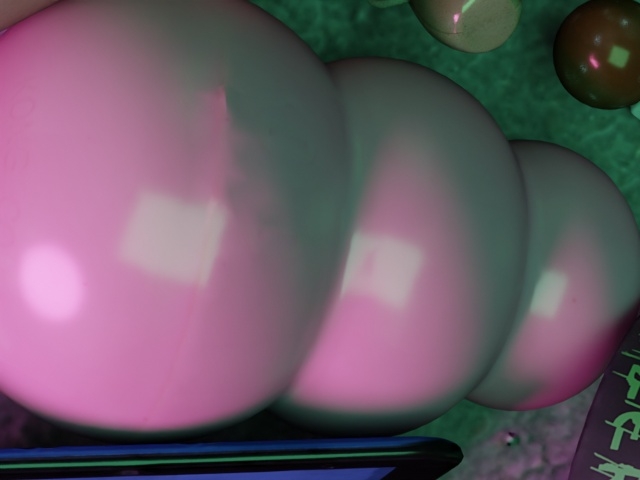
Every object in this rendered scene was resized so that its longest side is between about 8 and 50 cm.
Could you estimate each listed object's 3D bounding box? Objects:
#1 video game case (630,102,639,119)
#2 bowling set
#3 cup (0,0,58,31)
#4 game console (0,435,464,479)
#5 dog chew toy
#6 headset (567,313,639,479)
[{"bbox_3d":[0.259,-0.071,0.847,0.143,0.019,0.157,32,138,-15],"label":"video game case"},{"bbox_3d":[0.077,-0.158,0.804,0.287,0.154,0.200,-25,123,-6],"label":"bowling set"},{"bbox_3d":[-0.169,-0.207,0.665,0.237,0.331,0.331,-5,103,-36],"label":"cup"},{"bbox_3d":[-0.097,0.185,0.799,0.293,0.173,0.250,0,105,-10],"label":"game console"},{"bbox_3d":[0.000,0.000,0.782,0.331,0.206,0.207,10,99,-21],"label":"dog chew toy"},{"bbox_3d":[0.208,0.205,0.836,0.185,0.243,0.394,11,139,26],"label":"headset"}]
